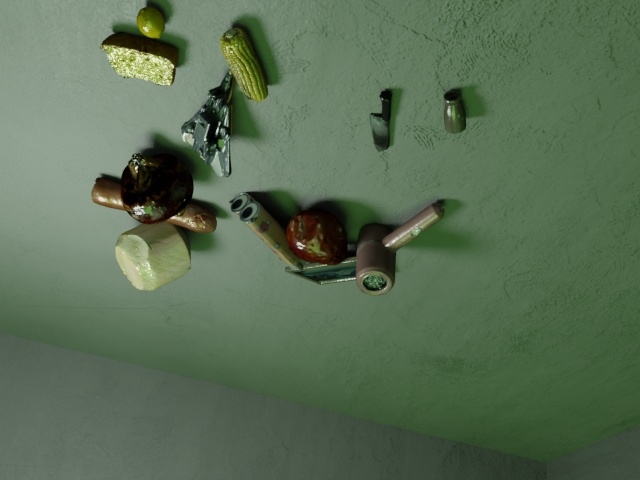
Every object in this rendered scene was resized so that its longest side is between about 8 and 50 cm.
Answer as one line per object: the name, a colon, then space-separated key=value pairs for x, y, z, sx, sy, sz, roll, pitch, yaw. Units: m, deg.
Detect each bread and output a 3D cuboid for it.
bread: x=-0.440 y=-0.448 z=1.547 sx=0.187 sy=0.065 sz=0.103 roll=9 pitch=149 yaw=1

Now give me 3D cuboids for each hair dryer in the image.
hair dryer: x=0.245 y=0.002 z=1.916 sx=0.125 sy=0.210 sz=0.352 roll=33 pitch=129 yaw=-22

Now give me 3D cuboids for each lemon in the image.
lemon: x=-0.390 y=-0.501 z=1.446 sx=0.062 sy=0.062 sz=0.083 roll=2 pitch=151 yaw=15

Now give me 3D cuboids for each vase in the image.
vase: x=0.324 y=-0.312 z=1.519 sx=0.053 sy=0.053 sz=0.101 roll=0 pitch=141 yaw=18

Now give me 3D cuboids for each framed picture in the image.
framed picture: x=0.066 y=0.109 z=2.224 sx=0.314 sy=0.024 sz=0.232 roll=-11 pitch=159 yaw=33

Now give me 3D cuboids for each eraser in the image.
eraser: x=-0.164 y=-0.025 z=2.050 sx=0.290 sy=0.087 sz=0.171 roll=47 pitch=177 yaw=-43

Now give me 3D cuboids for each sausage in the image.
sausage: x=-0.546 y=-0.112 z=2.076 sx=0.418 sy=0.094 sz=0.094 roll=15 pitch=144 yaw=-6

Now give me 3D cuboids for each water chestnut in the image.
water chestnut: x=-0.503 y=-0.163 z=1.875 sx=0.223 sy=0.224 sz=0.238 roll=-3 pitch=148 yaw=22

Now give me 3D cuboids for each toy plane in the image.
toy plane: x=-0.281 y=-0.323 z=1.653 sx=0.204 sy=0.103 sz=0.316 roll=45 pitch=146 yaw=12

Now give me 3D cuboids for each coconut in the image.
coconut: x=-0.570 y=0.041 z=2.203 sx=0.239 sy=0.244 sz=0.239 roll=35 pitch=143 yaw=33

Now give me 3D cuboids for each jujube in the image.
jujube: x=0.000 y=0.000 z=2.004 sx=0.189 sy=0.190 sz=0.255 roll=-5 pitch=154 yaw=24

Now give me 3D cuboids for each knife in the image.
knife: x=0.155 y=-0.301 z=1.623 sx=0.060 sy=0.028 sz=0.230 roll=17 pitch=153 yaw=14

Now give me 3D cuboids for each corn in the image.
corn: x=-0.180 y=-0.417 z=1.503 sx=0.072 sy=0.072 sz=0.203 roll=0 pitch=147 yaw=18
